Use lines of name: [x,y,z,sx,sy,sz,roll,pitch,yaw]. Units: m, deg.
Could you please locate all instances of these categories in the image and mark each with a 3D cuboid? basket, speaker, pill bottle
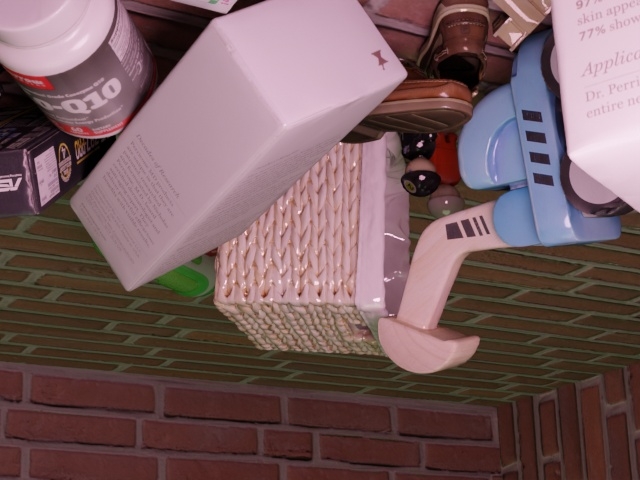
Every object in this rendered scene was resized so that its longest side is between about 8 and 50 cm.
basket: [0.000,0.000,2.060,0.267,0.331,0.328,-3,161,10]
speaker: [-0.294,0.017,2.402,0.131,0.131,0.296,-10,160,24]
pill bottle: [-0.308,-0.246,1.561,0.161,0.161,0.283,-4,161,8]

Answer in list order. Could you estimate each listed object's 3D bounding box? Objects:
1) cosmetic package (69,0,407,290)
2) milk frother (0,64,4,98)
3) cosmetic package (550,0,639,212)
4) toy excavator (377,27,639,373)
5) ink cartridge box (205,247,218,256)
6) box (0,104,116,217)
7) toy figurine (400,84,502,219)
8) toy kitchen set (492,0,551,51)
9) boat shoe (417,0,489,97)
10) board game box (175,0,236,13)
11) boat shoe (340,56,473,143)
cosmetic package: [-0.120,-0.128,1.686,0.230,0.161,0.453,-29,172,-42]
milk frother: [-0.480,-0.193,1.709,0.129,0.134,0.143,18,150,36]
cosmetic package: [0.430,-0.246,1.255,0.329,0.393,0.327,-13,158,32]
toy excavator: [0.266,-0.053,1.781,0.445,0.432,0.222,-11,176,35]
ink cartridge box: [-0.209,-0.060,2.172,0.072,0.127,0.175,-13,158,28]
box: [-0.478,-0.108,1.763,0.318,0.097,0.395,-3,-164,6]
toy figurine: [0.233,-0.126,1.980,0.210,0.148,0.213,-8,160,18]
toy kitchen set: [0.247,-0.300,1.661,0.068,0.075,0.083,41,110,-9]
boat shoe: [0.178,-0.230,1.749,0.095,0.095,0.257,-3,161,4]
board game box: [-0.178,-0.319,1.157,0.303,0.097,0.224,12,161,-24]
boat shoe: [0.088,-0.199,1.731,0.111,0.104,0.307,15,171,-35]
